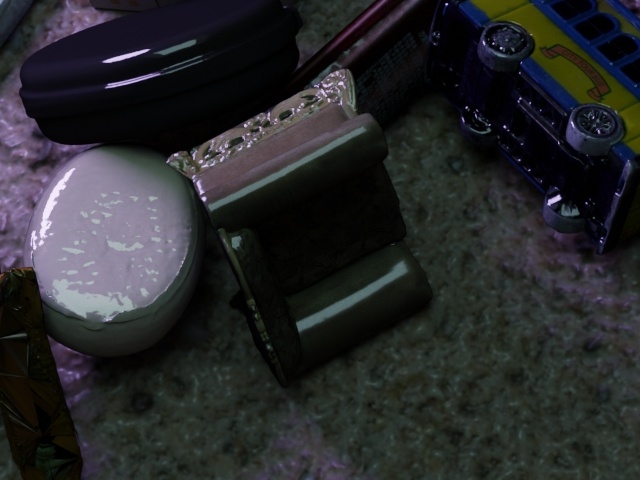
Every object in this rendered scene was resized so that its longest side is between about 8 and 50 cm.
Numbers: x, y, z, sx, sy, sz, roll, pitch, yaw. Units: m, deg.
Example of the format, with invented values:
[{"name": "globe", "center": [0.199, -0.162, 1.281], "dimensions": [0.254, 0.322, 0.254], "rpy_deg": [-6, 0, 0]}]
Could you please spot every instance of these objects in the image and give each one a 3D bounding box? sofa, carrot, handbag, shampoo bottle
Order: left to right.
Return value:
[{"name": "carrot", "center": [-0.273, 0.133, 1.735], "dimensions": [0.069, 0.069, 0.229], "rpy_deg": [-11, 102, 3]}, {"name": "handbag", "center": [-0.160, -0.177, 1.876], "dimensions": [0.308, 0.093, 0.254], "rpy_deg": [-3, 21, 41]}, {"name": "sofa", "center": [0.000, 0.000, 1.734], "dimensions": [0.200, 0.258, 0.182], "rpy_deg": [-28, 46, -9]}, {"name": "shampoo bottle", "center": [0.048, -0.173, 1.899], "dimensions": [0.323, 0.129, 0.084], "rpy_deg": [-44, 52, -15]}]

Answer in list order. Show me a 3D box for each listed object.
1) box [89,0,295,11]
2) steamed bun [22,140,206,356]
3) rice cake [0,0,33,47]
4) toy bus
[{"name": "box", "center": [-0.151, -0.309, 1.996], "dimensions": [0.233, 0.149, 0.067], "rpy_deg": [7, 64, 13]}, {"name": "steamed bun", "center": [-0.202, 0.015, 1.825], "dimensions": [0.177, 0.131, 0.228], "rpy_deg": [5, 58, 1]}, {"name": "rice cake", "center": [-0.382, -0.240, 2.045], "dimensions": [0.066, 0.063, 0.336], "rpy_deg": [16, 65, 27]}, {"name": "toy bus", "center": [0.250, -0.143, 1.820], "dimensions": [0.175, 0.138, 0.288], "rpy_deg": [-26, 58, -27]}]
